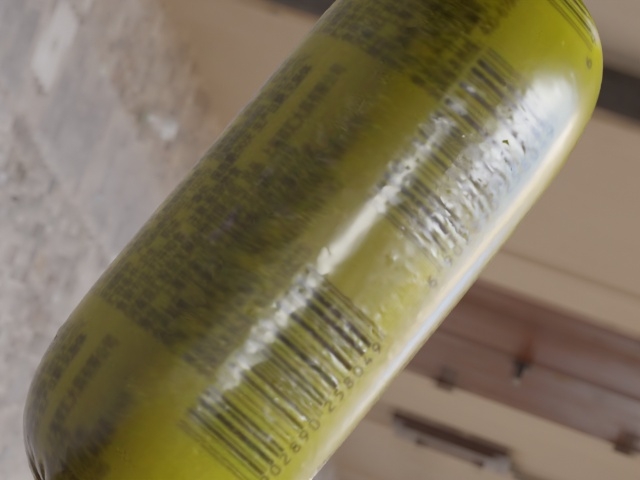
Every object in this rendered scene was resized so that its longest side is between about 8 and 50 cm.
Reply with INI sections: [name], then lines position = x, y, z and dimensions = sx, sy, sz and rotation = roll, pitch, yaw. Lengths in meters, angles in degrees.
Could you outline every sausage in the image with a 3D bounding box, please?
[sausage]
position = 0.000, 0.000, 0.814
dimensions = 0.347, 0.123, 0.123
rotation = -50, 166, -9
